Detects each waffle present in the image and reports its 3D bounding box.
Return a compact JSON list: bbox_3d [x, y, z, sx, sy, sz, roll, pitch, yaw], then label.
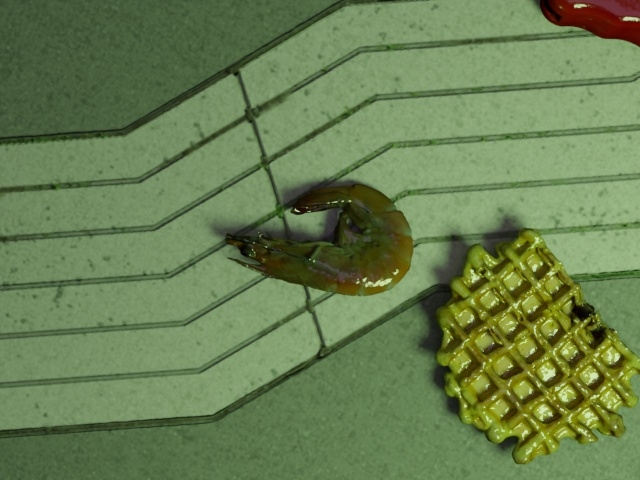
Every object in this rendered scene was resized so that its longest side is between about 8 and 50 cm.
[{"bbox_3d":[0.288,0.140,1.655,0.283,0.065,0.309,5,94,2],"label":"waffle"}]

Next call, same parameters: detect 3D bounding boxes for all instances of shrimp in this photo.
[{"bbox_3d":[0.000,0.000,1.656,0.249,0.068,0.150,0,78,-5],"label":"shrimp"}]

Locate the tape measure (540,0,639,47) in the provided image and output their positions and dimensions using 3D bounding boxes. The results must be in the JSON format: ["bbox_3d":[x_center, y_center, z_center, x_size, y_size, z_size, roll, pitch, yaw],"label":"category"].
[{"bbox_3d":[0.420,-0.364,1.626,0.253,0.114,0.260,15,87,0],"label":"tape measure"}]
